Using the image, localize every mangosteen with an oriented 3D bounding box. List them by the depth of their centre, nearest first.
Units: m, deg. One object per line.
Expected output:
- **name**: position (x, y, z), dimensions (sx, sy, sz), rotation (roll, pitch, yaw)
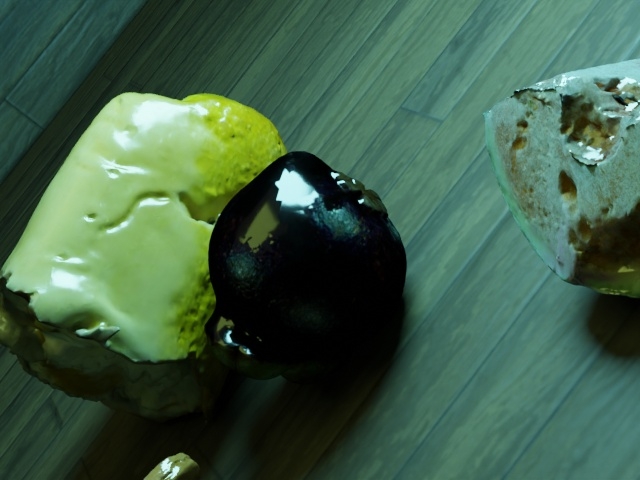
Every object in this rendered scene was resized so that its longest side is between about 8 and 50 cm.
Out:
- **mangosteen**: position (-0.021, 0.036, 1.217), dimensions (0.243, 0.243, 0.243), rotation (-37, 29, 25)

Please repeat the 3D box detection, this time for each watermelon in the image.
- **watermelon**: position (0.293, -0.051, 0.944), dimensions (0.188, 0.175, 0.322), rotation (-11, 25, -21)

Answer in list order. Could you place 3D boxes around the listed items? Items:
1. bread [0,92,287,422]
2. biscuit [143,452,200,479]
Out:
- **bread**: position (-0.175, 0.018, 1.374), dimensions (0.394, 0.250, 0.361), rotation (-60, -14, -21)
- **biscuit**: position (-0.166, 0.311, 1.157), dimensions (0.036, 0.192, 0.186), rotation (29, 76, 22)
